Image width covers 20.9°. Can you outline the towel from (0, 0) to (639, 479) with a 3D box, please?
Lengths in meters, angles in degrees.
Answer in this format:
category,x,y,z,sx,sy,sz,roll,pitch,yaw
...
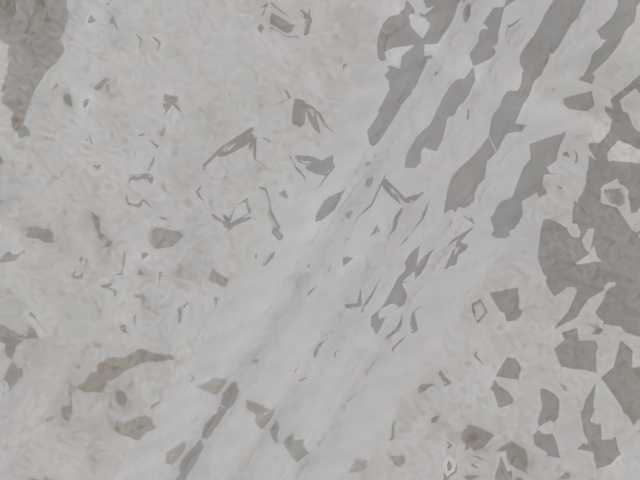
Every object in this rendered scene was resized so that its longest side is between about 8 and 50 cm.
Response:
category,x,y,z,sx,sy,sz,roll,pitch,yaw
towel,0.000,0.000,0.390,0.282,0.187,0.049,-58,-174,-3
